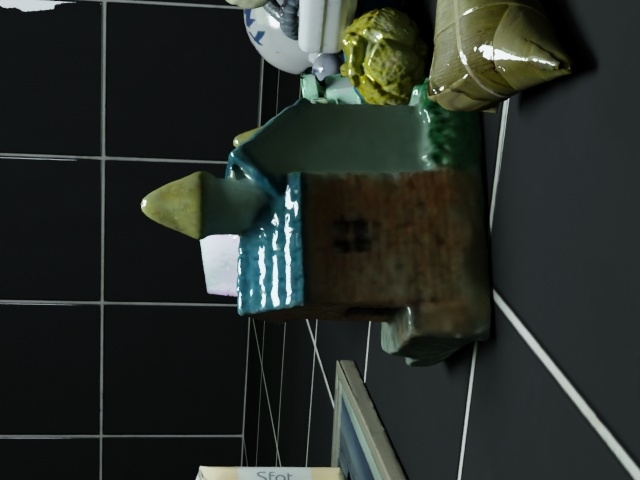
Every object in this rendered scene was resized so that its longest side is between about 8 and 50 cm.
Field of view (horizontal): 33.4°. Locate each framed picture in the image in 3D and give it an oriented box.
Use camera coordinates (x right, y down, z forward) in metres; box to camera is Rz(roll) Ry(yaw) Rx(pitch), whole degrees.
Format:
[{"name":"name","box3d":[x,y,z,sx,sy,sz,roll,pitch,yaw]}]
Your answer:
[{"name":"framed picture","box3d":[0.059,0.395,1.493,0.446,0.028,0.326,-119,31,-74]}]

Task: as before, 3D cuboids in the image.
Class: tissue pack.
[{"name":"tissue pack","box3d":[-0.079,0.413,1.581,0.090,0.222,0.186,-95,9,-51]}]

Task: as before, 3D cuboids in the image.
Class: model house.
[{"name":"model house","box3d":[-0.015,-0.019,1.063,0.194,0.325,0.267,123,147,-71]}]

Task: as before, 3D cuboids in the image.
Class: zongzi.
[{"name":"zongzi","box3d":[0.150,-0.191,0.847,0.176,0.078,0.160,165,107,-71]}]

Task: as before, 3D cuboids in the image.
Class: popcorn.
[{"name":"popcorn","box3d":[0.070,-0.212,1.252,0.116,0.106,0.121,19,113,58]}]

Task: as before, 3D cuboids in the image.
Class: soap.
[{"name":"soap","box3d":[-0.051,-0.003,1.632,0.324,0.193,0.109,-22,-68,-55]}]

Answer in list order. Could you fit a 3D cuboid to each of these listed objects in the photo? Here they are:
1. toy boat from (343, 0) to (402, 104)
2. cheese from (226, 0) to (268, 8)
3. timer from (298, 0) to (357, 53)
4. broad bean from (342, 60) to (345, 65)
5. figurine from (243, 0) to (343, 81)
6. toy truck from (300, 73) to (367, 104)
[{"name":"toy boat","box3d":[0.077,-0.256,1.339,0.077,0.075,0.185,9,93,50]},{"name":"cheese","box3d":[-0.100,-0.442,1.391,0.159,0.093,0.263,-125,36,-49]},{"name":"timer","box3d":[0.015,-0.356,1.243,0.253,0.078,0.178,97,173,-60]},{"name":"broad bean","box3d":[0.068,-0.276,1.488,0.213,0.048,0.070,124,147,-69]},{"name":"figurine","box3d":[-0.015,-0.372,1.601,0.382,0.186,0.261,138,139,-77]},{"name":"toy truck","box3d":[0.042,-0.123,1.407,0.259,0.128,0.135,-98,-1,-48]}]
